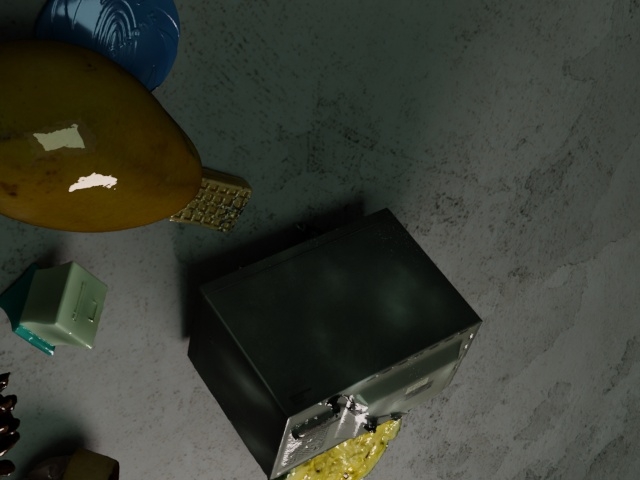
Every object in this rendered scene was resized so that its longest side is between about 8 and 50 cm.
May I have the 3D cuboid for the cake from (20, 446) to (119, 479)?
[{"bbox_3d":[-0.473,0.486,2.029,0.178,0.207,0.185,6,163,-4],"label":"cake"}]

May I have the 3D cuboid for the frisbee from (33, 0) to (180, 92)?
[{"bbox_3d":[-0.318,-0.296,1.668,0.242,0.045,0.242,-20,131,-24],"label":"frisbee"}]

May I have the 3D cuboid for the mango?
[{"bbox_3d":[-0.352,-0.135,1.599,0.300,0.232,0.446,-25,155,25],"label":"mango"}]

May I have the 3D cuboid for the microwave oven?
[{"bbox_3d":[0.025,0.189,2.036,0.432,0.374,0.236,-22,149,-27],"label":"microwave oven"}]

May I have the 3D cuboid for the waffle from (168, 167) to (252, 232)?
[{"bbox_3d":[-0.198,-0.072,1.926,0.148,0.042,0.102,14,111,-44],"label":"waffle"}]

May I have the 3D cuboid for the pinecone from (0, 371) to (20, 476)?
[{"bbox_3d":[-0.593,0.290,1.761,0.224,0.224,0.272,4,105,-40],"label":"pinecone"}]

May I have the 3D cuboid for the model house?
[{"bbox_3d":[-0.447,0.112,1.811,0.100,0.149,0.127,49,43,-48],"label":"model house"}]

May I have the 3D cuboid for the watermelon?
[{"bbox_3d":[0.009,0.409,2.343,0.331,0.189,0.331,-27,151,-17],"label":"watermelon"}]

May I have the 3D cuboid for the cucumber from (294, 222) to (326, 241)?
[{"bbox_3d":[0.000,0.000,2.140,0.155,0.037,0.037,27,102,-46],"label":"cucumber"}]
